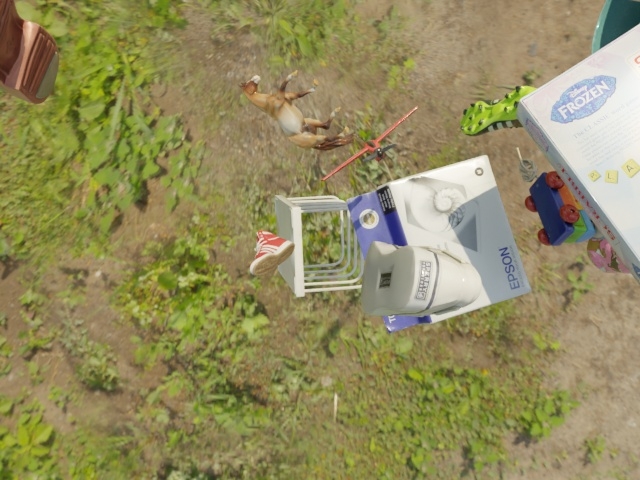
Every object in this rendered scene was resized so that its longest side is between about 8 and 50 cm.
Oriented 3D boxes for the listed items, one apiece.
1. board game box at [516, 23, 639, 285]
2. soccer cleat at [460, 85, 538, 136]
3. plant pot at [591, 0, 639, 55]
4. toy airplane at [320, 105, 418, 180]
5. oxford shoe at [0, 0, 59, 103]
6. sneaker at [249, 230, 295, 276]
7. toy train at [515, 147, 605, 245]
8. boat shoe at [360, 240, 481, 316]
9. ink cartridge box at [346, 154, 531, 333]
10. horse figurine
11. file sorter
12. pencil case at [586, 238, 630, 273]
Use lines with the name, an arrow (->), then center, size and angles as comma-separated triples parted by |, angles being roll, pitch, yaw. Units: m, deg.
board game box -> 0.446, -0.112, 0.788 | 0.319, 0.066, 0.318 | -32, 77, 4
soccer cleat -> 0.284, -0.191, 1.084 | 0.072, 0.179, 0.060 | 15, 80, -23
plant pot -> 0.804, -0.521, 1.648 | 0.196, 0.290, 0.290 | 19, 106, -4
toy airplane -> 0.061, -0.116, 0.887 | 0.151, 0.151, 0.028 | -36, 105, 8
oxford shoe -> -0.485, -0.291, 0.925 | 0.147, 0.397, 0.140 | 15, 77, 2
sneaker -> -0.104, 0.021, 1.235 | 0.067, 0.118, 0.042 | 28, 123, 22
toy train -> 0.522, -0.104, 1.508 | 0.144, 0.248, 0.105 | 2, 146, -20
boat shoe -> 0.112, 0.047, 0.841 | 0.088, 0.267, 0.096 | 9, 82, -9
ink cartridge box -> 0.177, 0.006, 1.058 | 0.224, 0.045, 0.223 | -18, 87, -4
horse figurine -> -0.044, -0.277, 1.559 | 0.175, 0.066, 0.263 | -21, 127, 40
file sorter -> 0.000, 0.000, 1.616 | 0.173, 0.278, 0.192 | -4, 100, -11
pencil case -> 0.797, 0.019, 1.617 | 0.167, 0.386, 0.160 | 33, 82, -19
